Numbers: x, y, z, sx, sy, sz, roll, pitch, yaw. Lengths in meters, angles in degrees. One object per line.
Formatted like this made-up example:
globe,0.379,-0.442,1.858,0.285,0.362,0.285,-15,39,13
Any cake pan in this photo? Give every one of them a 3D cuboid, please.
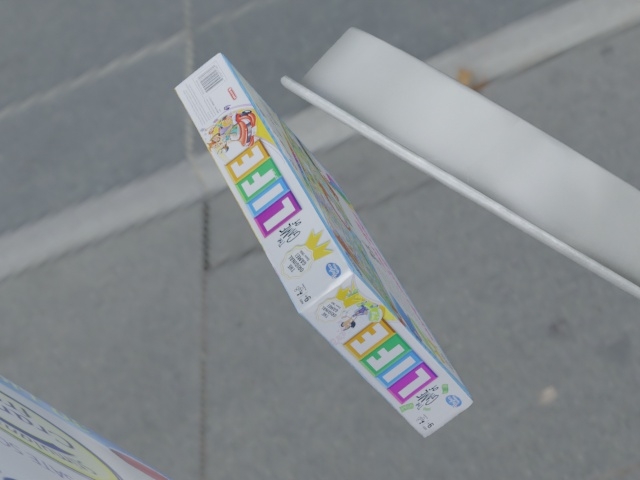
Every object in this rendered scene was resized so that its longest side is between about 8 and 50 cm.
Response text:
cake pan,0.114,-0.044,1.089,0.293,0.293,0.054,36,96,50

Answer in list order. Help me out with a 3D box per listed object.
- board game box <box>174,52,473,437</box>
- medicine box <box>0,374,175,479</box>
board game box,0.000,0.000,0.737,0.026,0.103,0.154,-37,44,7
medicine box,-0.054,0.159,0.484,0.149,0.263,0.289,-57,24,-4
